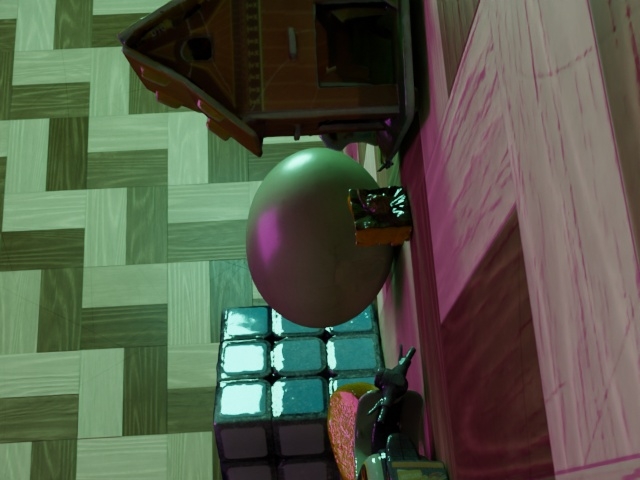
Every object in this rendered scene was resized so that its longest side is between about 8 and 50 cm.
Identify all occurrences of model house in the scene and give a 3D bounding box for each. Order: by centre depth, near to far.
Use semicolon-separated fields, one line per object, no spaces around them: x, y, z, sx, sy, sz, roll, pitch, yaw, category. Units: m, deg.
-0.061;-0.265;0.994;0.300;0.323;0.340;111;156;-85;model house

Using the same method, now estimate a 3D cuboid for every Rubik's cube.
-0.031;0.320;1.550;0.301;0.305;0.304;-97;2;-53;Rubik's cube

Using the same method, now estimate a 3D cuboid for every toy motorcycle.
0.087;0.248;0.954;0.263;0.090;0.157;-99;14;-59;toy motorcycle

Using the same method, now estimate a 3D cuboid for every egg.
0.000;0.000;1.201;0.219;0.219;0.269;-95;7;-56;egg

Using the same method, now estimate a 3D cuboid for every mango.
0.077;0.327;1.282;0.141;0.102;0.217;-19;77;62;mango

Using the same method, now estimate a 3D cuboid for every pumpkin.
0.075;-0.035;1.044;0.083;0.074;0.054;-98;1;-46;pumpkin
